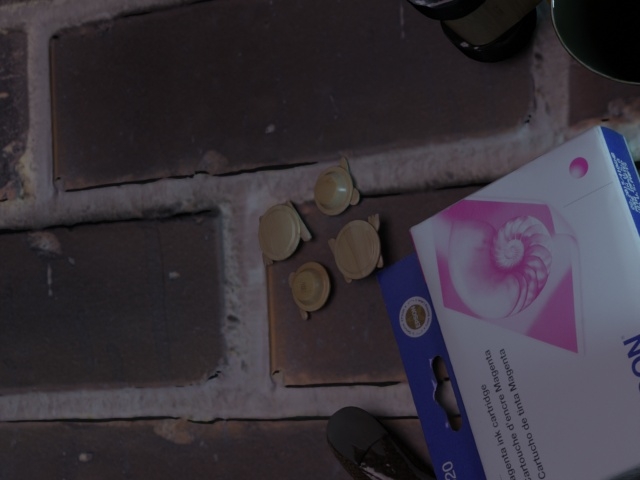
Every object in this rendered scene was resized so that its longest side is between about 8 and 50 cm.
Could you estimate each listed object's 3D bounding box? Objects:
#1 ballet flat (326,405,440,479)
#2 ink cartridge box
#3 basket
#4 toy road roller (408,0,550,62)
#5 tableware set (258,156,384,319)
[{"bbox_3d":[0.096,0.274,1.740,0.084,0.058,0.250,-40,68,-12],"label":"ballet flat"},{"bbox_3d":[0.202,0.103,1.634,0.330,0.071,0.324,-31,64,30],"label":"ink cartridge box"},{"bbox_3d":[0.348,-0.202,1.479,0.204,0.227,0.154,-1,87,35],"label":"basket"},{"bbox_3d":[0.156,-0.358,1.646,0.240,0.202,0.329,-37,68,12],"label":"toy road roller"},{"bbox_3d":[0.000,0.000,1.832,0.168,0.020,0.141,-37,63,33],"label":"tableware set"}]
